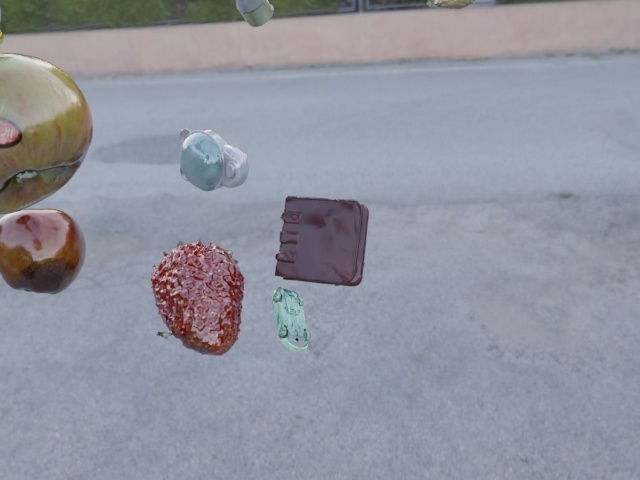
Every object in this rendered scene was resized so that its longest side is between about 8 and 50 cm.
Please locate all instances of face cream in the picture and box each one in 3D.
[{"bbox_3d":[-0.181,-0.561,1.199,0.070,0.224,0.114,-35,55,6],"label":"face cream"}]

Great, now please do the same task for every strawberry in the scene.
[{"bbox_3d":[-0.355,0.170,1.588,0.292,0.292,0.343,-5,33,2],"label":"strawberry"}]

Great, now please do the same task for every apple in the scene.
[{"bbox_3d":[-0.703,0.031,1.406,0.229,0.230,0.230,-4,30,2],"label":"apple"},{"bbox_3d":[-0.481,-0.160,0.857,0.260,0.261,0.194,-27,80,-32],"label":"apple"}]

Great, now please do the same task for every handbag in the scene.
[{"bbox_3d":[0.001,0.000,1.669,0.275,0.260,0.084,3,-5,28],"label":"handbag"}]

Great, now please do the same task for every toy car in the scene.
[{"bbox_3d":[-0.082,0.203,1.432,0.093,0.058,0.186,20,41,-35],"label":"toy car"}]

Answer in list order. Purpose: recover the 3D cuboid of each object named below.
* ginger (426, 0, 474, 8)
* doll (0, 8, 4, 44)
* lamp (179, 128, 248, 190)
[{"bbox_3d":[0.213,-0.412,0.948,0.057,0.044,0.137,12,22,-20],"label":"ginger"},{"bbox_3d":[-0.661,-0.361,1.014,0.159,0.311,0.243,39,87,11],"label":"doll"},{"bbox_3d":[-0.320,-0.224,1.626,0.246,0.180,0.108,19,31,25],"label":"lamp"}]
